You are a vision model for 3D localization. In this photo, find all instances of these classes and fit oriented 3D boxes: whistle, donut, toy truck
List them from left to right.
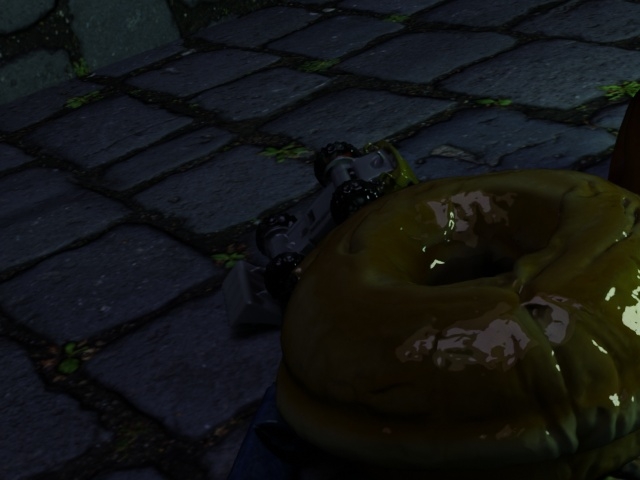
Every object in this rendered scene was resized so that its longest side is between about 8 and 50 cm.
[{"bbox_3d":[-0.061,0.236,1.002,0.062,0.062,0.304,-5,26,16],"label":"whistle"},{"bbox_3d":[0.000,0.000,1.345,0.286,0.111,0.136,-46,28,16],"label":"toy truck"},{"bbox_3d":[0.159,0.074,1.074,0.448,0.198,0.449,-12,24,5],"label":"donut"}]

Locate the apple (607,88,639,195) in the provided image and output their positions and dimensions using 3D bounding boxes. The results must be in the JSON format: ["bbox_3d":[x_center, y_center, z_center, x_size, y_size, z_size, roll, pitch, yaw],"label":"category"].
[{"bbox_3d":[0.424,-0.086,1.210,0.253,0.254,0.253,-11,25,5],"label":"apple"}]
